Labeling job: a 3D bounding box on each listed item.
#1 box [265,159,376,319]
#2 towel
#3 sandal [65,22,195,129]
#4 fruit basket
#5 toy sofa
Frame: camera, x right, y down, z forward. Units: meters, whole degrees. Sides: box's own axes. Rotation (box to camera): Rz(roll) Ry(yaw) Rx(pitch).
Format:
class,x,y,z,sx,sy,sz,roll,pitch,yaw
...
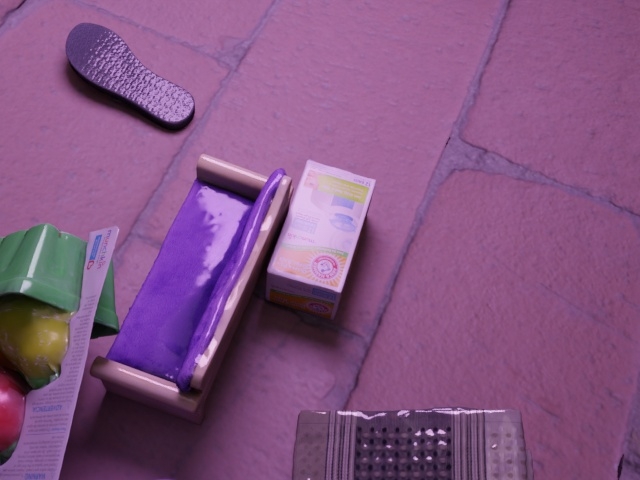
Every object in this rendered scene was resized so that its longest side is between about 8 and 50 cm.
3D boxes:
class,x,y,z,sx,sy,sz,roll,pitch,yaw
box,0.000,0.000,1.148,0.114,0.103,0.203,17,61,4
towel,0.114,0.368,0.965,0.312,0.056,0.324,-3,62,12
sandal,-0.327,-0.268,1.292,0.254,0.054,0.097,39,72,4
fruit basket,-0.382,0.170,0.946,0.327,0.165,0.352,-13,65,34
toy sofa,-0.168,0.053,1.061,0.150,0.177,0.362,20,62,4
